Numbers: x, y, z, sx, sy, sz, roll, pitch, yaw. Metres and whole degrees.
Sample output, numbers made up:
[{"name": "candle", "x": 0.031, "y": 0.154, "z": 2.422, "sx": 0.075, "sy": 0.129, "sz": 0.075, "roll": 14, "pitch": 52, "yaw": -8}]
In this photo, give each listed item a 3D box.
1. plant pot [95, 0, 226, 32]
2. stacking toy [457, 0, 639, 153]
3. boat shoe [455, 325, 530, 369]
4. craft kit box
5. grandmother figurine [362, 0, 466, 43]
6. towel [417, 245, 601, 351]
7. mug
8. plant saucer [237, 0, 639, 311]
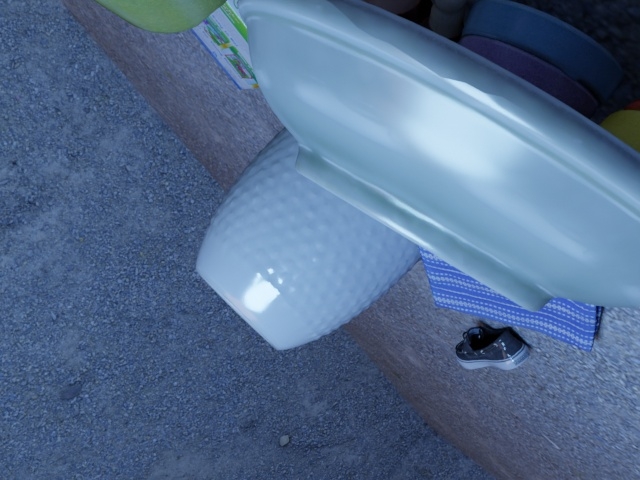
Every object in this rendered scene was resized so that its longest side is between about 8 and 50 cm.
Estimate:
[{"name": "plant pot", "x": -0.202, "y": -0.354, "z": 0.780, "sx": 0.276, "sy": 0.276, "sz": 0.254, "roll": 43, "pitch": 180, "yaw": 9}, {"name": "stacking toy", "x": 0.252, "y": -0.086, "z": 0.543, "sx": 0.279, "sy": 0.130, "sz": 0.309, "roll": 25, "pitch": -173, "yaw": -35}, {"name": "boat shoe", "x": 0.307, "y": 0.197, "z": 1.375, "sx": 0.076, "sy": 0.080, "sz": 0.228, "roll": 52, "pitch": 168, "yaw": -5}, {"name": "craft kit box", "x": -0.146, "y": -0.341, "z": 1.090, "sx": 0.250, "sy": 0.061, "sz": 0.246, "roll": 49, "pitch": 171, "yaw": -24}, {"name": "grandmother figurine", "x": 0.051, "y": -0.222, "z": 0.648, "sx": 0.208, "sy": 0.104, "sz": 0.342, "roll": 55, "pitch": 180, "yaw": 42}, {"name": "towel", "x": 0.239, "y": 0.047, "z": 0.930, "sx": 0.243, "sy": 0.040, "sz": 0.336, "roll": 14, "pitch": 157, "yaw": 23}, {"name": "mug", "x": 0.000, "y": 0.000, "z": 1.087, "sx": 0.276, "sy": 0.328, "sz": 0.374, "roll": 41, "pitch": 169, "yaw": 17}, {"name": "plant saucer", "x": 0.095, "y": -0.042, "z": 0.546, "sx": 0.400, "sy": 0.101, "sz": 0.400, "roll": 30, "pitch": -176, "yaw": -2}]
